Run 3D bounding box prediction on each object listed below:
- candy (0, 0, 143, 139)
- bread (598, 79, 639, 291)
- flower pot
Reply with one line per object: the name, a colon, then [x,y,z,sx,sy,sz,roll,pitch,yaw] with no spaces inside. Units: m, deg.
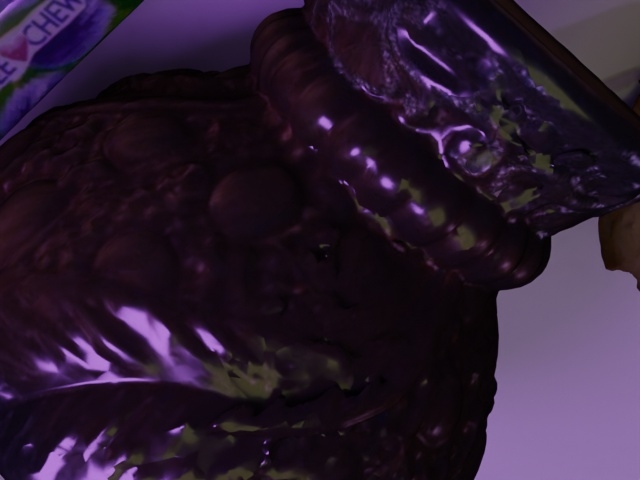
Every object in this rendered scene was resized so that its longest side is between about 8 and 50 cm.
candy: [-0.167,-0.068,0.795,0.312,0.088,0.061,-40,128,19]
bread: [0.249,-0.067,0.896,0.134,0.129,0.260,2,132,-27]
flower pot: [0.000,0.000,0.805,0.267,0.266,0.266,-46,128,12]
